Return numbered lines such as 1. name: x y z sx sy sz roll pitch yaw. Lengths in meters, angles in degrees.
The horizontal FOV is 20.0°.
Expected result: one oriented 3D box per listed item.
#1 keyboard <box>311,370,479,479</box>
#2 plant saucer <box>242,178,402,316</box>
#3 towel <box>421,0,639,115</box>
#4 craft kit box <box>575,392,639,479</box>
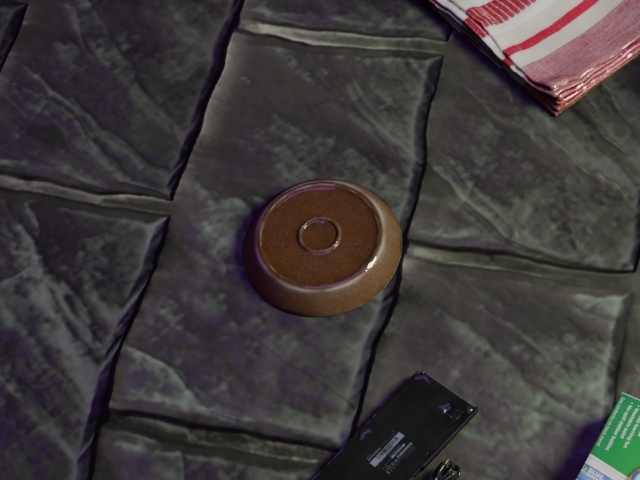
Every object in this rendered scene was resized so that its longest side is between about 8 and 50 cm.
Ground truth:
1. keyboard: 0.078 0.214 1.744 0.108 0.023 0.180 34 69 32
2. plant saucer: 0.000 0.000 1.885 0.168 0.029 0.168 -4 57 7
3. towel: 0.242 -0.307 2.037 0.237 0.037 0.329 -37 60 -15
4. craft kit box: 0.331 0.293 1.640 0.247 0.061 0.250 24 65 18
